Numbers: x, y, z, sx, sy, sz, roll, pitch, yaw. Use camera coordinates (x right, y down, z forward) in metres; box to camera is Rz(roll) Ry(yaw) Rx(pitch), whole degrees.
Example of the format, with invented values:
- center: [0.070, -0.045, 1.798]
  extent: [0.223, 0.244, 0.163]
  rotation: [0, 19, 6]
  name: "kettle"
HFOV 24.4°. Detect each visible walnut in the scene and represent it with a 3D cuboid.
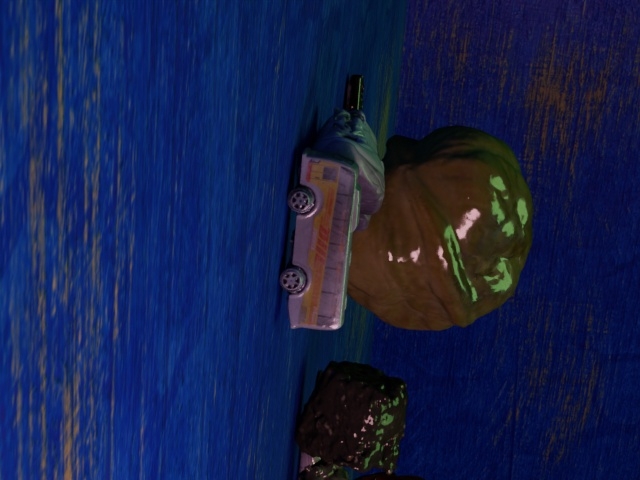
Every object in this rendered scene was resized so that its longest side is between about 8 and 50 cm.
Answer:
- center: [0.154, -0.016, 2.054]
  extent: [0.277, 0.282, 0.253]
  rotation: [64, 31, -48]
  name: "walnut"

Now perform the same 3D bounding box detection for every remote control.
- center: [0.041, -0.134, 2.145]
  extent: [0.059, 0.028, 0.212]
  rotation: [-3, 99, -81]
  name: "remote control"

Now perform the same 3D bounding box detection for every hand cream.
- center: [-0.008, 0.303, 2.122]
  extent: [0.084, 0.053, 0.142]
  rotation: [34, 53, -84]
  name: "hand cream"

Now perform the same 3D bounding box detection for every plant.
- center: [0.036, 0.269, 1.989]
  extent: [0.142, 0.131, 0.203]
  rotation: [-10, 123, -54]
  name: "plant"

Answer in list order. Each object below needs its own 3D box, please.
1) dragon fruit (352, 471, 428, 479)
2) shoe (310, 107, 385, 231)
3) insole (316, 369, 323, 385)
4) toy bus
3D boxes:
- center: [0.101, 0.469, 2.144]
  extent: [0.342, 0.277, 0.277]
  rotation: [160, -62, -77]
  name: "dragon fruit"
- center: [0.028, -0.097, 1.714]
  extent: [0.245, 0.095, 0.137]
  rotation: [91, 3, -77]
  name: "shoe"
- center: [0.000, 0.280, 2.390]
  extent: [0.328, 0.007, 0.111]
  rotation: [85, 11, -69]
  name: "insole"
- center: [0.000, 0.000, 1.576]
  extent: [0.064, 0.075, 0.190]
  rotation: [-56, 153, -78]
  name: "toy bus"
